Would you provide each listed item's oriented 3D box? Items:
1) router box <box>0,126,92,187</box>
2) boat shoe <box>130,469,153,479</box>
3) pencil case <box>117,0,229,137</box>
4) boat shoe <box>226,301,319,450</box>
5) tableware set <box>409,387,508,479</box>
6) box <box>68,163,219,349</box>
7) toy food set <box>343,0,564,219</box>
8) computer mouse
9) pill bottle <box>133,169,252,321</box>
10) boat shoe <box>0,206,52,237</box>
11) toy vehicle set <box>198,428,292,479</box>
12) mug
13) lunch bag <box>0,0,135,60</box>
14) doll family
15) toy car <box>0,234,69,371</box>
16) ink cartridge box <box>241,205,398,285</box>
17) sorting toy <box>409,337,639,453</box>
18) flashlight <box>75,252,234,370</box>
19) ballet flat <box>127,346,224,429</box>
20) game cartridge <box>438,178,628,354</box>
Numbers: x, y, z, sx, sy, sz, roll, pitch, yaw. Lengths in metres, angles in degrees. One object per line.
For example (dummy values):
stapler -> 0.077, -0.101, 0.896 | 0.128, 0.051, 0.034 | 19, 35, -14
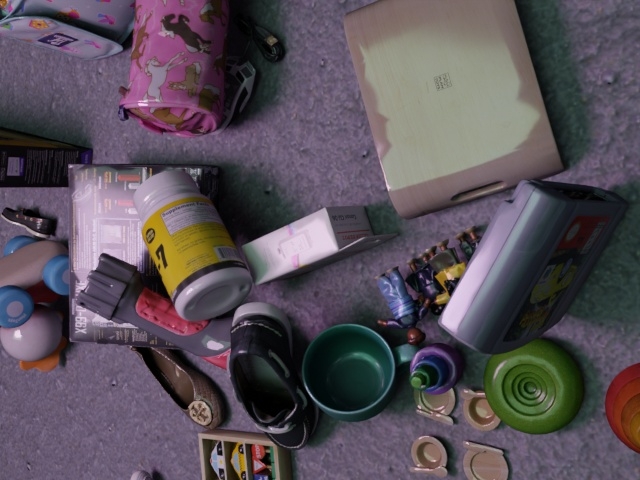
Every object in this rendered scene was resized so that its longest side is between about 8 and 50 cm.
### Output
router box -> -0.628, -0.164, 1.388 | 0.309, 0.243, 0.080 | 15, 102, 30
boat shoe -> -0.294, 0.503, 1.332 | 0.063, 0.066, 0.184 | -13, 86, 22
pencil case -> -0.222, -0.359, 1.139 | 0.167, 0.160, 0.385 | 3, 84, 0
boat shoe -> -0.074, 0.224, 1.068 | 0.115, 0.091, 0.302 | -7, 129, 14
tableware set -> 0.191, 0.268, 1.031 | 0.141, 0.020, 0.168 | 1, 94, 32
box -> -0.297, 0.025, 1.244 | 0.243, 0.076, 0.307 | 1, 95, 12
toy food set -> 0.173, -0.203, 0.981 | 0.220, 0.092, 0.306 | -17, 86, 21
computer mouse -> -0.137, -0.259, 1.191 | 0.106, 0.042, 0.193 | 38, 107, 20
pill bottle -> -0.194, 0.004, 1.096 | 0.119, 0.119, 0.208 | -45, 61, 27
boat shoe -> -0.590, -0.045, 1.489 | 0.133, 0.049, 0.042 | 20, 99, 27
toy vehicle set -> -0.118, 0.454, 1.231 | 0.166, 0.035, 0.266 | -5, 91, 32
mug -> 0.058, 0.196, 1.055 | 0.158, 0.097, 0.129 | 14, 69, 15
lunch bag -> -0.422, -0.422, 1.249 | 0.262, 0.223, 0.160 | -44, 63, 27
doll family -> 0.162, 0.067, 1.009 | 0.193, 0.076, 0.111 | -31, 81, 35
toy car -> -0.549, 0.141, 1.426 | 0.219, 0.210, 0.237 | 17, 132, 43
ink cartridge box -> 0.000, 0.000, 1.077 | 0.198, 0.115, 0.067 | -22, 82, 31
sorting toy -> 0.272, 0.194, 0.898 | 0.366, 0.126, 0.127 | 8, 97, 26
flashlight -> -0.212, 0.116, 1.138 | 0.304, 0.103, 0.103 | 29, 153, -10
ballet flat -> -0.261, 0.235, 1.292 | 0.250, 0.058, 0.084 | 46, 114, 22
game cartridge -> 0.242, 0.030, 0.820 | 0.060, 0.294, 0.196 | 40, 114, 28
